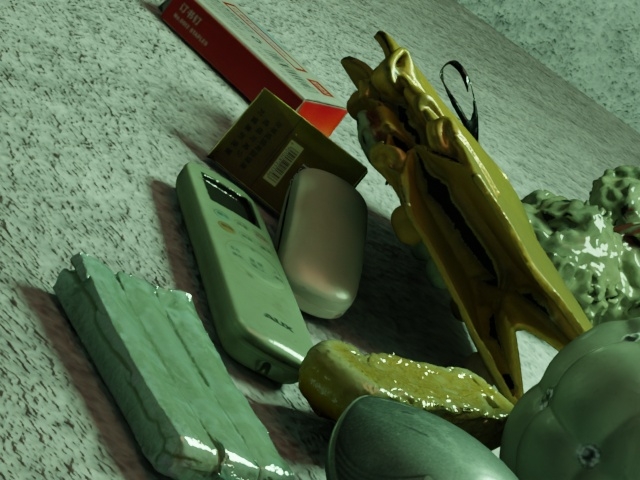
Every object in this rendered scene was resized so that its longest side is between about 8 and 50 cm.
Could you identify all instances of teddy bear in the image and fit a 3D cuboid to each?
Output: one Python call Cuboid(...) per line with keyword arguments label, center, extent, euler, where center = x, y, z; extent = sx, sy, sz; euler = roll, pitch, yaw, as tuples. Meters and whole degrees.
Cuboid(label="teddy bear", center=(0.339, 0.026, 2.034), extent=(0.367, 0.224, 0.357), euler=(18, 11, -44))

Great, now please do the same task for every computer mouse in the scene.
Cuboid(label="computer mouse", center=(0.129, 0.245, 1.180), extent=(0.167, 0.090, 0.379), euler=(19, 34, -54))

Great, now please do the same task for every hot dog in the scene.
Cuboid(label="hot dog", center=(0.066, 0.136, 1.408), extent=(0.242, 0.073, 0.084), euler=(15, 25, -52))

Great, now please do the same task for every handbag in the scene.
Cuboid(label="handbag", center=(0.129, -0.034, 1.750), extent=(0.283, 0.133, 0.401), euler=(59, 6, -27))

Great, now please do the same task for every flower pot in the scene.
Cuboid(label="flower pot", center=(0.261, 0.187, 1.393), extent=(0.246, 0.246, 0.195), euler=(35, 49, -8))

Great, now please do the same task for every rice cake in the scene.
Cuboid(label="rice cake", center=(-0.101, 0.099, 1.227), extent=(0.124, 0.038, 0.211), euler=(23, 22, -38))

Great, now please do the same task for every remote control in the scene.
Cuboid(label="remote control", center=(-0.067, 0.024, 1.495), extent=(0.090, 0.038, 0.309), euler=(30, 18, -25))

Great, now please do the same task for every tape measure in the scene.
Cuboid(label="tape measure", center=(0.172, -0.126, 2.162), extent=(0.104, 0.180, 0.107), euler=(22, 17, 6))

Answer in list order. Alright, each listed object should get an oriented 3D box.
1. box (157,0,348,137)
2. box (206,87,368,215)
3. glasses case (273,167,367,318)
Cuboid(label="box", center=(-0.079, -0.210, 2.063), extent=(0.229, 0.050, 0.123), euler=(44, 16, 20))
Cuboid(label="box", center=(-0.032, -0.075, 1.734), extent=(0.133, 0.090, 0.023), euler=(38, -1, 5))
Cuboid(label="glasses case", center=(0.000, 0.000, 1.626), extent=(0.081, 0.051, 0.204), euler=(28, 31, -10))
